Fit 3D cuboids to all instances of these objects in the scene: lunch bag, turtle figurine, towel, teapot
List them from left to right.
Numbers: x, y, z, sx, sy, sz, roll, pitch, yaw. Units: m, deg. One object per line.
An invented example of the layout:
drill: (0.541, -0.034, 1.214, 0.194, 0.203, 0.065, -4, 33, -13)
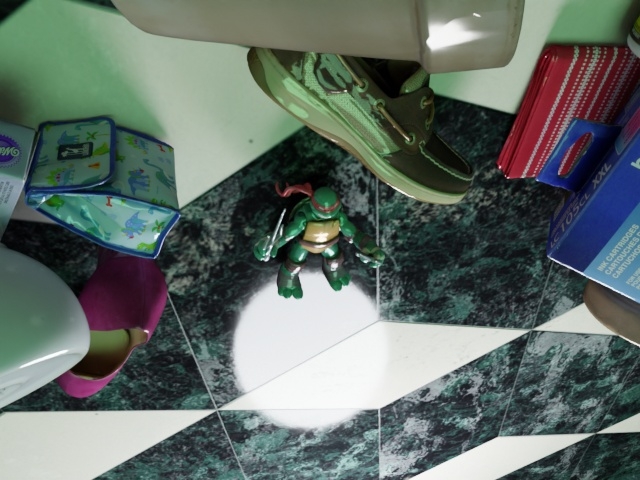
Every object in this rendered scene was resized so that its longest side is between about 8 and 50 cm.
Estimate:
teapot: (-0.379, 0.082, 0.615, 0.256, 0.187, 0.252, -33, 171, 21)
lunch bag: (-0.239, -0.067, 0.658, 0.151, 0.129, 0.096, 16, 126, -29)
turtle figurine: (0.000, 0.000, 0.819, 0.175, 0.118, 0.234, 5, 150, -3)
towel: (0.396, -0.179, 0.835, 0.274, 0.031, 0.199, -5, 133, -17)

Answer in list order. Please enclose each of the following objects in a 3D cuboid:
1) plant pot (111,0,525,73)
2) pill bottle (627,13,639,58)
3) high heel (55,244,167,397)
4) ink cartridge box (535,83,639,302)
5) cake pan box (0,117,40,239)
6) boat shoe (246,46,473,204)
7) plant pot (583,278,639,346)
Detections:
plant pot: (-0.018, -0.272, 0.431, 0.280, 0.323, 0.323, -5, 138, 10)
pill bottle: (0.452, -0.299, 0.666, 0.117, 0.117, 0.215, -1, 134, -18)
high heel: (-0.307, 0.153, 0.820, 0.127, 0.181, 0.377, 7, 131, -25)
ink cartridge box: (0.490, -0.046, 0.781, 0.395, 0.151, 0.270, 28, 125, 8)
cake pan box: (-0.438, -0.060, 0.587, 0.245, 0.070, 0.266, 18, 148, -31)
boat shoe: (0.083, -0.155, 0.690, 0.341, 0.123, 0.123, 29, 121, -31)
plant pot: (0.603, 0.038, 0.991, 0.262, 0.263, 0.230, -2, 118, -17)
